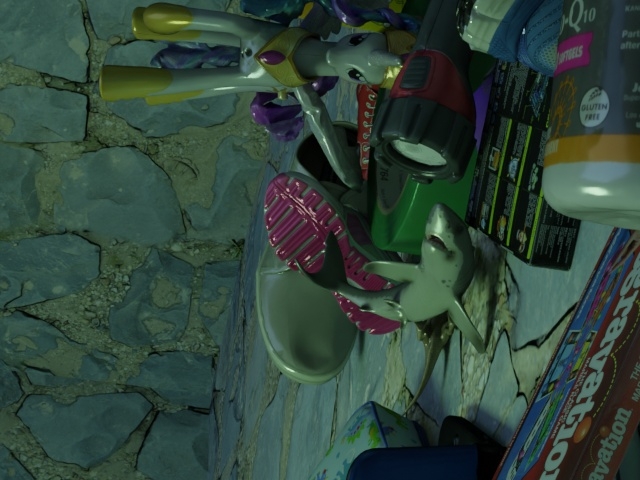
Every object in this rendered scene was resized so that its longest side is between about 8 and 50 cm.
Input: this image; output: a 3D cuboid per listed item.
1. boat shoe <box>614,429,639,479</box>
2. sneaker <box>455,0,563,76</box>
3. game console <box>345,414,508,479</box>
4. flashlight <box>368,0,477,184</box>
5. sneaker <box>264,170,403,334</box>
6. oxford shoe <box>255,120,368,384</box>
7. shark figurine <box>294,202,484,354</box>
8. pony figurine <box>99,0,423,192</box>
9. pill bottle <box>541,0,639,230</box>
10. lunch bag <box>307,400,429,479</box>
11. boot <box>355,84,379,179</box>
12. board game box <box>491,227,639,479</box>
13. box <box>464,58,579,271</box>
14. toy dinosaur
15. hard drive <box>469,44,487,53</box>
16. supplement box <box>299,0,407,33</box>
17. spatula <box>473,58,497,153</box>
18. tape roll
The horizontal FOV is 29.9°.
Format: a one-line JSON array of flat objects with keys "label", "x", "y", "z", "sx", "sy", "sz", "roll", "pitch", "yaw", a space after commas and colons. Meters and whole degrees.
[{"label": "boat shoe", "x": 0.178, "y": 0.209, "z": 0.846, "sx": 0.083, "sy": 0.075, "sz": 0.226, "roll": 122, "pitch": 154, "yaw": -67}, {"label": "sneaker", "x": 0.231, "y": -0.253, "z": 0.811, "sx": 0.330, "sy": 0.147, "sz": 0.130, "roll": -58, "pitch": 10, "yaw": 17}, {"label": "game console", "x": 0.067, "y": 0.318, "z": 1.119, "sx": 0.250, "sy": 0.173, "sz": 0.293, "roll": -161, "pitch": 80, "yaw": -80}, {"label": "flashlight", "x": 0.143, "y": -0.208, "z": 1.202, "sx": 0.103, "sy": 0.103, "sz": 0.304, "roll": 131, "pitch": 162, "yaw": -70}, {"label": "sneaker", "x": 0.023, "y": 0.004, "z": 1.538, "sx": 0.103, "sy": 0.252, "sz": 0.111, "roll": -32, "pitch": 22, "yaw": 23}, {"label": "oxford shoe", "x": 0.000, "y": 0.000, "z": 1.830, "sx": 0.130, "sy": 0.169, "sz": 0.449, "roll": 119, "pitch": 162, "yaw": -61}, {"label": "shark figurine", "x": 0.106, "y": 0.035, "z": 1.287, "sx": 0.116, "sy": 0.166, "sz": 0.278, "roll": -45, "pitch": 15, "yaw": -31}, {"label": "pony figurine", "x": -0.039, "y": -0.206, "z": 1.415, "sx": 0.351, "sy": 0.363, "sz": 0.303, "roll": -33, "pitch": -55, "yaw": -82}, {"label": "pill bottle", "x": 0.217, "y": -0.145, "z": 0.661, "sx": 0.162, "sy": 0.162, "sz": 0.278, "roll": 168, "pitch": 109, "yaw": -80}, {"label": "lunch bag", "x": 0.043, "y": 0.309, "z": 1.366, "sx": 0.219, "sy": 0.090, "sz": 0.176, "roll": -58, "pitch": 15, "yaw": 13}, {"label": "boot", "x": 0.091, "y": -0.180, "z": 1.681, "sx": 0.244, "sy": 0.088, "sz": 0.176, "roll": 115, "pitch": 160, "yaw": -80}, {"label": "board game box", "x": 0.180, "y": 0.083, "z": 0.774, "sx": 0.281, "sy": 0.027, "sz": 0.145, "roll": -60, "pitch": 4, "yaw": -18}, {"label": "box", "x": 0.193, "y": -0.086, "z": 1.088, "sx": 0.184, "sy": 0.045, "sz": 0.191, "roll": -137, "pitch": 56, "yaw": -72}, {"label": "toy dinosaur", "x": 0.130, "y": 0.104, "z": 1.348, "sx": 0.092, "sy": 0.053, "sz": 0.183, "roll": 83, "pitch": -163, "yaw": -63}, {"label": "hard drive", "x": 0.217, "y": -0.314, "z": 1.027, "sx": 0.307, "sy": 0.040, "sz": 0.203, "roll": 142, "pitch": 136, "yaw": -64}, {"label": "supplement box", "x": 0.064, "y": -0.451, "z": 1.718, "sx": 0.356, "sy": 0.195, "sz": 0.194, "roll": -100, "pitch": 20, "yaw": -60}, {"label": "spatula", "x": 0.189, "y": -0.210, "z": 1.261, "sx": 0.084, "sy": 0.030, "sz": 0.296, "roll": -39, "pitch": 38, "yaw": 51}, {"label": "tape roll", "x": 0.130, "y": -0.143, "z": 1.428, "sx": 0.321, "sy": 0.077, "sz": 0.321, "roll": -171, "pitch": 90, "yaw": -80}]
